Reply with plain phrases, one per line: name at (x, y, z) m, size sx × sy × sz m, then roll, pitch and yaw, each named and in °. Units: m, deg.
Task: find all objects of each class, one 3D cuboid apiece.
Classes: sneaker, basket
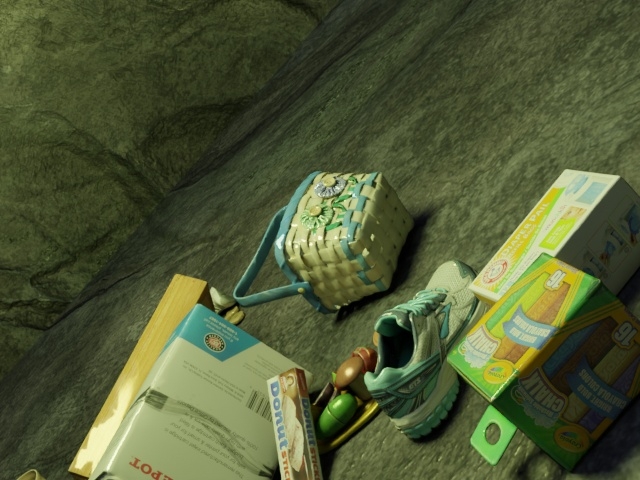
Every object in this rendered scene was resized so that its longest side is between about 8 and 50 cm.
sneaker at (-0.225, 0.141, 2.035) m, size 0.061 × 0.054 × 0.152 m, roll -60°, pitch 11°, yaw -8°
sneaker at (0.141, 0.116, 1.235) m, size 0.110 × 0.122 × 0.283 m, roll -27°, pitch 28°, yaw 42°
basket at (0.000, 0.000, 1.619) m, size 0.289 × 0.201 × 0.254 m, roll -18°, pitch 34°, yaw 36°

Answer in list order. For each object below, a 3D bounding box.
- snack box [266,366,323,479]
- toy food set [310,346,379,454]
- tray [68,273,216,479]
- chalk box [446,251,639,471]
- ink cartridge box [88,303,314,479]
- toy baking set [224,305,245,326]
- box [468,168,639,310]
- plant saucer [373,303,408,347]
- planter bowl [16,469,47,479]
snack box at (-0.036, 0.275, 1.311) m, size 0.064 × 0.022 × 0.178 m, roll -32°, pitch 58°, yaw 38°
toy food set at (0.034, 0.213, 1.345) m, size 0.218 × 0.071 × 0.128 m, roll -42°, pitch 21°, yaw 12°
tray at (-0.299, 0.285, 1.678) m, size 0.076 × 0.202 × 0.411 m, roll 14°, pitch 55°, yaw 16°
chalk box at (0.234, 0.142, 0.987) m, size 0.213 × 0.132 × 0.132 m, roll -47°, pitch 20°, yaw -1°
ink cartridge box at (-0.176, 0.288, 1.384) m, size 0.129 × 0.223 × 0.307 m, roll -43°, pitch 16°, yaw 49°
toy baking set at (-0.250, 0.228, 1.955) m, size 0.256 × 0.030 × 0.196 m, roll -26°, pitch 23°, yaw 32°
box at (0.297, 0.025, 1.120) m, size 0.203 × 0.103 × 0.114 m, roll -50°, pitch 20°, yaw -7°
plant saucer at (0.112, 0.130, 1.425) m, size 0.083 × 0.013 × 0.083 m, roll -39°, pitch 22°, yaw 19°
planter bowl at (-0.591, 0.566, 1.887) m, size 0.162 × 0.109 × 0.162 m, roll -40°, pitch 21°, yaw 20°
